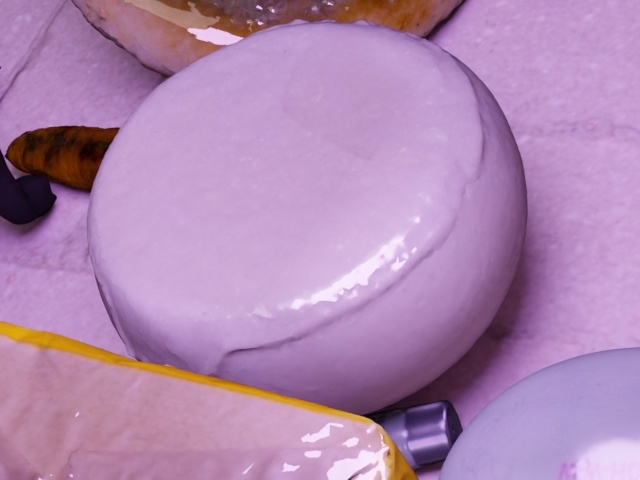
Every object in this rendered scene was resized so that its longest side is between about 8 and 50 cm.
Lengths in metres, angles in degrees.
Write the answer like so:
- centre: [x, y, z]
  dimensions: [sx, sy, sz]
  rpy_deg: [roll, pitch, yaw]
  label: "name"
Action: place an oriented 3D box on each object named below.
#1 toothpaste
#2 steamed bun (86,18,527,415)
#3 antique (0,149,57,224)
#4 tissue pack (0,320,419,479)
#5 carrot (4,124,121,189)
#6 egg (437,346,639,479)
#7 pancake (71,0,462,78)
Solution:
- centre: [-0.025, 0.144, 1.098]
  dimensions: [0.239, 0.039, 0.062]
  rpy_deg: [-15, 53, 19]
  label: "toothpaste"
- centre: [0.000, 0.000, 1.111]
  dimensions: [0.283, 0.177, 0.283]
  rpy_deg: [-13, 50, 15]
  label: "steamed bun"
- centre: [-0.393, -0.074, 1.343]
  dimensions: [0.322, 0.255, 0.185]
  rpy_deg: [0, 49, 26]
  label: "antique"
- centre: [-0.056, 0.232, 0.788]
  dimensions: [0.293, 0.382, 0.228]
  rpy_deg: [10, 59, 34]
  label: "tissue pack"
- centre: [-0.128, -0.061, 1.318]
  dimensions: [0.314, 0.066, 0.066]
  rpy_deg: [6, 55, 33]
  label: "carrot"
- centre: [0.187, 0.145, 0.875]
  dimensions: [0.264, 0.183, 0.183]
  rpy_deg: [-1, 51, 19]
  label: "egg"
- centre: [-0.048, -0.282, 1.360]
  dimensions: [0.386, 0.082, 0.387]
  rpy_deg: [2, 59, -4]
  label: "pancake"
